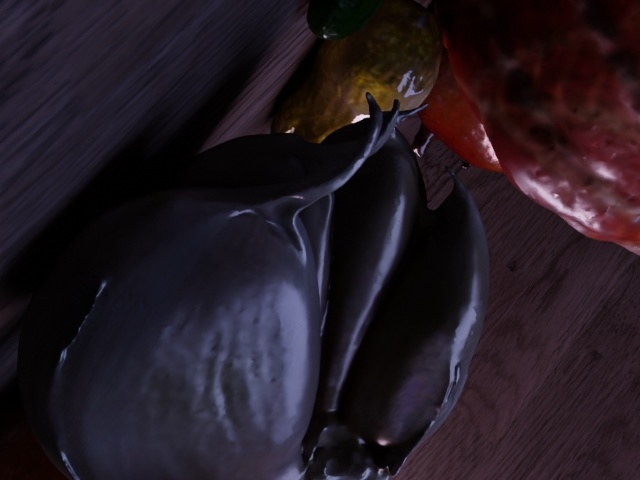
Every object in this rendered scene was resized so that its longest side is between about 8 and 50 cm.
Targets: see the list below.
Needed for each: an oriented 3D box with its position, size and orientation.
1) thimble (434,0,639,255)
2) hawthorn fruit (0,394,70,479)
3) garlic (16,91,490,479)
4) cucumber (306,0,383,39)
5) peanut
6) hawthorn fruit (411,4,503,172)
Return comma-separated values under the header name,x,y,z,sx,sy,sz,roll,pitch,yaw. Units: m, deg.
name,x,y,z,sx,sy,sz,roll,pitch,yaw
thimble,0.259,-0.171,0.529,0.350,0.350,0.230,-47,-176,-38
hawthorn fruit,-0.173,0.210,0.628,0.263,0.231,0.235,-38,133,-61
garlic,-0.029,0.049,0.438,0.210,0.238,0.291,-63,154,-54
cucumber,0.021,-0.135,0.371,0.037,0.037,0.155,-47,-179,-14
peanut,0.020,-0.098,0.573,0.087,0.087,0.206,-47,180,-38
hawthorn fruit,0.253,-0.225,0.939,0.295,0.295,0.311,-47,-175,-26
